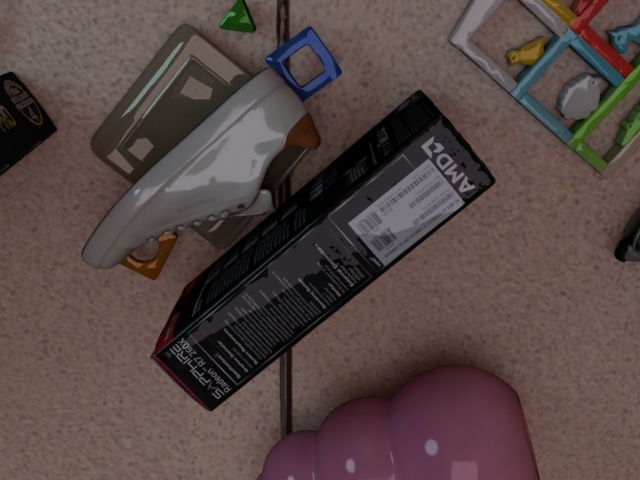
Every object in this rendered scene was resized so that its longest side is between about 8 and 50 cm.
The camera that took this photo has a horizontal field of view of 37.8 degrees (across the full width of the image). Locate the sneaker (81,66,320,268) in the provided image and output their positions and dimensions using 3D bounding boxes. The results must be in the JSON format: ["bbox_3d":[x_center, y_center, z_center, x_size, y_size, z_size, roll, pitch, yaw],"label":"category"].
[{"bbox_3d":[-0.123,-0.045,0.991,0.290,0.106,0.123,-40,98,10],"label":"sneaker"}]

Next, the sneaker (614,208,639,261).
[{"bbox_3d":[0.414,0.039,1.105,0.132,0.086,0.228,-3,98,4],"label":"sneaker"}]

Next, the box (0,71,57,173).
[{"bbox_3d":[-0.475,-0.004,0.934,0.395,0.318,0.097,-34,106,9],"label":"box"}]

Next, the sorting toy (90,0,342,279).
[{"bbox_3d":[-0.131,-0.114,1.053,0.196,0.047,0.347,39,103,-9],"label":"sorting toy"}]

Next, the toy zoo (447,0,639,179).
[{"bbox_3d":[0.279,-0.230,1.034,0.293,0.030,0.192,39,103,-13],"label":"toy zoo"}]

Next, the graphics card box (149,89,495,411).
[{"bbox_3d":[0.000,0.000,0.994,0.371,0.233,0.094,-41,100,10],"label":"graphics card box"}]

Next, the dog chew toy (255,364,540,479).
[{"bbox_3d":[0.083,0.268,1.108,0.332,0.206,0.206,-14,108,12],"label":"dog chew toy"}]
